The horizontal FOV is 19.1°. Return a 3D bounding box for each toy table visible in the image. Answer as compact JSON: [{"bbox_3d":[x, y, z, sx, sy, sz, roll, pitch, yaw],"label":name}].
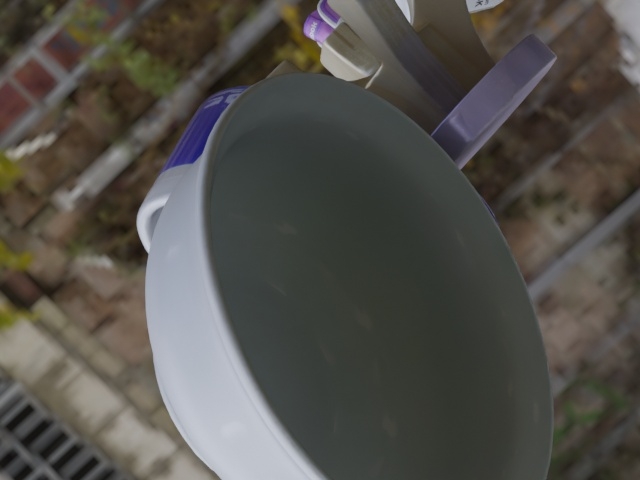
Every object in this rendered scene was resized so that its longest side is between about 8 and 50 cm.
[{"bbox_3d":[0.070,-0.131,1.513,0.161,0.252,0.274,43,160,4],"label":"toy table"}]

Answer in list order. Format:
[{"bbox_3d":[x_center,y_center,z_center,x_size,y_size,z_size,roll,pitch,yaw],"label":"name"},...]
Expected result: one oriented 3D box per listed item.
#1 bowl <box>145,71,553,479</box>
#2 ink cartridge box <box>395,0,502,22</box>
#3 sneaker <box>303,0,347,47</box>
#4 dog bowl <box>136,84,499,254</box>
[{"bbox_3d":[-0.004,0.060,1.123,0.298,0.134,0.298,30,-134,-37],"label":"bowl"},{"bbox_3d":[0.081,-0.366,1.796,0.273,0.114,0.197,55,149,29],"label":"ink cartridge box"},{"bbox_3d":[0.052,-0.182,2.066,0.161,0.102,0.282,10,-132,4],"label":"sneaker"},{"bbox_3d":[0.000,0.000,1.447,0.265,0.104,0.265,22,158,10],"label":"dog bowl"}]
